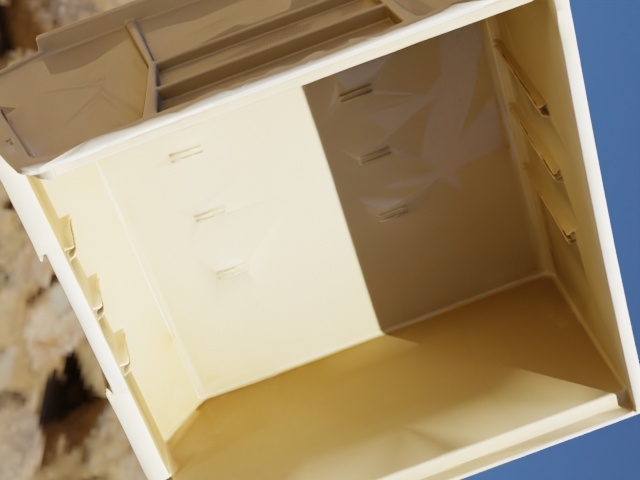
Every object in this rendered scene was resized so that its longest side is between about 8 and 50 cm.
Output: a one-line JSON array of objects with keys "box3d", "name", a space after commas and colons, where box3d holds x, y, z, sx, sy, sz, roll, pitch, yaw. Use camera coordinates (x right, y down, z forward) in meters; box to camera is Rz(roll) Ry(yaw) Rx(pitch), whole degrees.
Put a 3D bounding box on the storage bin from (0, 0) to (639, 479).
[{"box3d": [0.000, 0.000, 0.770, 0.123, 0.260, 0.262, -112, -177, -53], "name": "storage bin"}]
